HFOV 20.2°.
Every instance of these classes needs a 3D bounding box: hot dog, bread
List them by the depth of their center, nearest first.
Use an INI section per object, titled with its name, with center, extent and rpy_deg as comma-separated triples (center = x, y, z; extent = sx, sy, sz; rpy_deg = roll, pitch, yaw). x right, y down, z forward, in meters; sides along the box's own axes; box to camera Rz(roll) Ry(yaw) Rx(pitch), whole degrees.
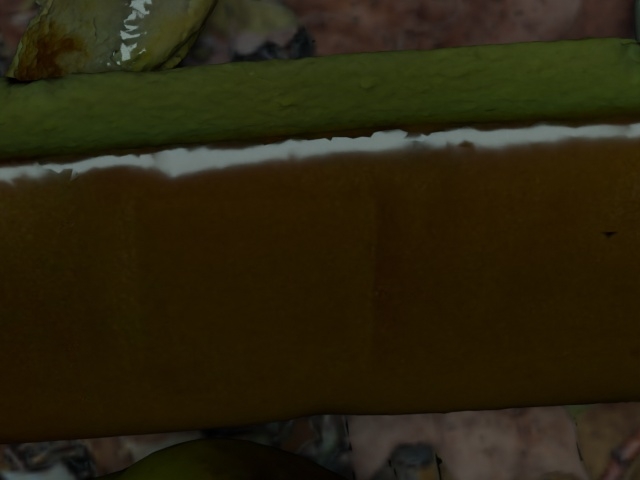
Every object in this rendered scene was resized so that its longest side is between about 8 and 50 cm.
[bread]
center = 0.000, 0.000, 0.670
extent = 0.361, 0.077, 0.138
rpy_deg = -4, 130, 1
[hot dog]
center = -0.068, -0.106, 0.700
extent = 0.078, 0.061, 0.169
rpy_deg = 34, 107, 41

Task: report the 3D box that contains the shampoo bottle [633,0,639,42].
[shampoo bottle]
center = 0.157, -0.088, 0.706
extent = 0.077, 0.045, 0.152
rpy_deg = 39, 90, -1

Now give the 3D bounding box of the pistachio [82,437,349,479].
[pistachio]
center = -0.026, 0.141, 0.684
extent = 0.189, 0.110, 0.100
rpy_deg = 28, 123, 1
